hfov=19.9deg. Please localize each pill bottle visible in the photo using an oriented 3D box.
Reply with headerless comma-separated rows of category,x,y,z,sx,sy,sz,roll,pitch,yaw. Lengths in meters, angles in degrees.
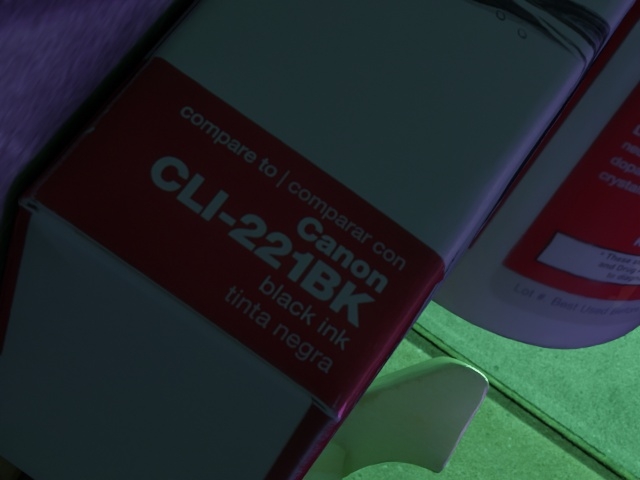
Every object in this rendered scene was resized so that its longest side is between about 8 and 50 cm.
pill bottle,0.182,-0.152,0.946,0.407,0.229,0.229,-57,176,37

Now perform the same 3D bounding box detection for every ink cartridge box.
ink cartridge box,0.008,-0.034,0.647,0.273,0.114,0.197,-54,176,-30

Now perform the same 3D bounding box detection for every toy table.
toy table,-0.021,0.160,1.131,0.252,0.161,0.274,-57,-164,10

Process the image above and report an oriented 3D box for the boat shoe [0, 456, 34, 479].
boat shoe,-0.139,0.158,0.848,0.207,0.073,0.073,-56,178,38
